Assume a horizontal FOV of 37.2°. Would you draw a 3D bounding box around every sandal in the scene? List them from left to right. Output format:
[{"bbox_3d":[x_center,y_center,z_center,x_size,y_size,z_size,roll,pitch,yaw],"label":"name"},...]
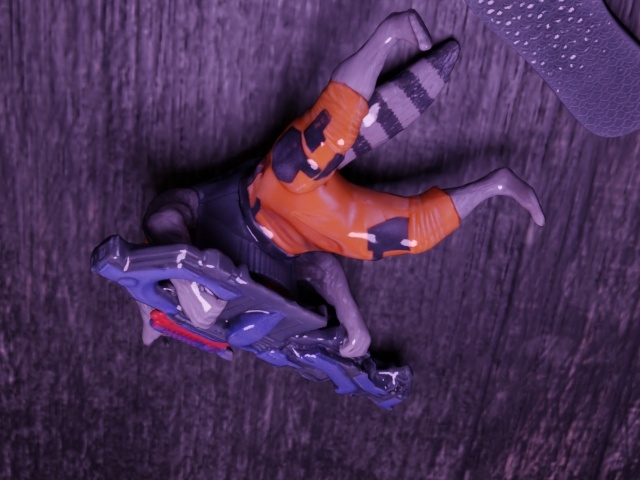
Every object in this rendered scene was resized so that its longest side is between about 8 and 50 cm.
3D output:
[{"bbox_3d":[0.166,-0.178,0.701,0.097,0.054,0.254,-28,123,20],"label":"sandal"}]

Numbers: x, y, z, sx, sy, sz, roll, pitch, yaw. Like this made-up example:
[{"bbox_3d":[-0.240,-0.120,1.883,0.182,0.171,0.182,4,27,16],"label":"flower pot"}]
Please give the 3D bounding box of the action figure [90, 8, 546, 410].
[{"bbox_3d":[0.000,0.000,0.755,0.330,0.178,0.341,-28,141,19],"label":"action figure"}]
